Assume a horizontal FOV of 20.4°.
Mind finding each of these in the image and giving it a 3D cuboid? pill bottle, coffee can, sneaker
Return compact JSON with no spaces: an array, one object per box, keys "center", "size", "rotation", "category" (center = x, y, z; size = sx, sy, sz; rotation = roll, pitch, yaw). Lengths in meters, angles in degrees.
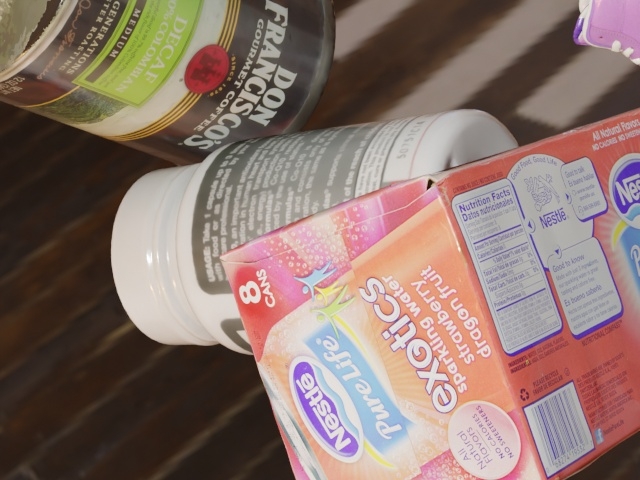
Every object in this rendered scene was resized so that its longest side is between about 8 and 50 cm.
[{"center":[0.000,0.000,1.275],"size":[0.283,0.161,0.161],"rotation":[-5,38,34],"category":"pill bottle"},{"center":[-0.150,-0.176,1.347],"size":[0.202,0.275,0.201],"rotation":[-11,71,37],"category":"coffee can"},{"center":[0.367,-0.217,1.967],"size":[0.161,0.282,0.102],"rotation":[-14,36,13],"category":"sneaker"}]

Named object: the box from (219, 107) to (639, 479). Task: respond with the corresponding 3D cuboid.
[{"center":[0.108,0.027,0.929],"size":[0.142,0.154,0.300],"rotation":[-19,1,38],"category":"box"}]
